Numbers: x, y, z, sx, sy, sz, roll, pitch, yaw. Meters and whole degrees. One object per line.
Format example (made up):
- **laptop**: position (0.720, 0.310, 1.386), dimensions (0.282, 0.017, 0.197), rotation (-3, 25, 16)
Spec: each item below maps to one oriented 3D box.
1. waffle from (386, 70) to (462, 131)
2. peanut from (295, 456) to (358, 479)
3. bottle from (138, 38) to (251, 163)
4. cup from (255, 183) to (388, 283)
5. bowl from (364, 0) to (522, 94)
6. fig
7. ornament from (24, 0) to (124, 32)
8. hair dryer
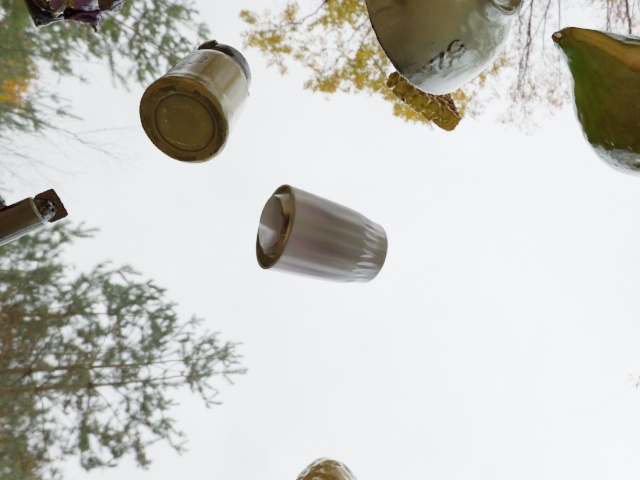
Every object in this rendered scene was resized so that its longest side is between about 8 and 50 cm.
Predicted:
- **waffle**: position (0.277, -0.418, 1.300), dimensions (0.057, 0.219, 0.229), rotation (-54, -157, 35)
- **peanut**: position (0.035, 0.443, 0.619), dimensions (0.148, 0.147, 0.319), rotation (-54, -146, 15)
- **bottle**: position (-0.243, -0.318, 0.987), dimensions (0.171, 0.171, 0.351), rotation (-34, -152, 26)
- **cup**: position (0.000, 0.000, 1.393), dimensions (0.253, 0.371, 0.254), rotation (-37, -135, 48)
- **bowl**: position (0.271, -0.490, 0.912), dimensions (0.185, 0.353, 0.354), rotation (-7, -104, 51)
- **fig**: position (0.466, -0.237, 0.704), dimensions (0.275, 0.206, 0.206), rotation (37, -76, 4)
- **ornament**: position (-0.365, -0.357, 0.696), dimensions (0.203, 0.081, 0.088), rotation (25, -129, 26)
- **hair dryer**: position (-0.728, -0.126, 1.047), dimensions (0.195, 0.078, 0.249), rotation (-28, -78, -12)
